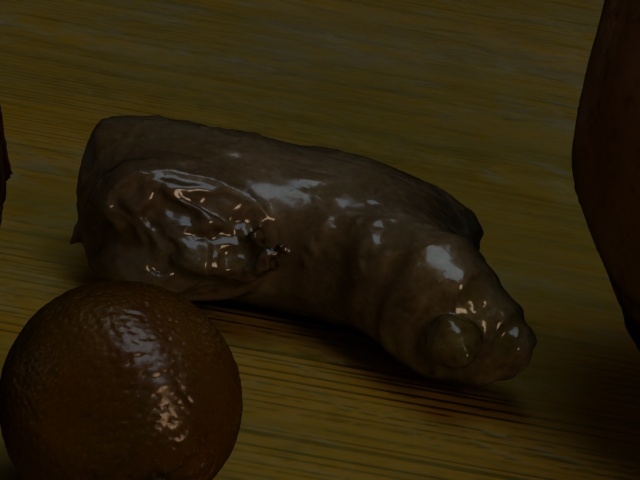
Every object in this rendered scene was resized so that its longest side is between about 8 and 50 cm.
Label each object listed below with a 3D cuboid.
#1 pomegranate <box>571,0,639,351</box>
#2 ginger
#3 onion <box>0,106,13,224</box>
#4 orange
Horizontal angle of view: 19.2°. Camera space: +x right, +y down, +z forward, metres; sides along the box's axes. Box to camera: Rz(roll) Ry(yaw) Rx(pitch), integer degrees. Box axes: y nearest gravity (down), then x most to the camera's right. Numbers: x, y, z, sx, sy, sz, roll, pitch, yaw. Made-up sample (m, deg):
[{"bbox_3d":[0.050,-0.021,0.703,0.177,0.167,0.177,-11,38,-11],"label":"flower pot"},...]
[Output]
[{"bbox_3d":[0.245,-0.039,0.691,0.322,0.322,0.322,9,19,-3],"label":"pomegranate"},{"bbox_3d":[0.001,-0.002,0.799,0.213,0.074,0.137,13,28,20],"label":"ginger"},{"bbox_3d":[-0.210,-0.013,0.552,0.248,0.161,0.248,14,43,-13],"label":"onion"},{"bbox_3d":[-0.064,0.052,0.610,0.085,0.085,0.085,9,19,-3],"label":"orange"}]
